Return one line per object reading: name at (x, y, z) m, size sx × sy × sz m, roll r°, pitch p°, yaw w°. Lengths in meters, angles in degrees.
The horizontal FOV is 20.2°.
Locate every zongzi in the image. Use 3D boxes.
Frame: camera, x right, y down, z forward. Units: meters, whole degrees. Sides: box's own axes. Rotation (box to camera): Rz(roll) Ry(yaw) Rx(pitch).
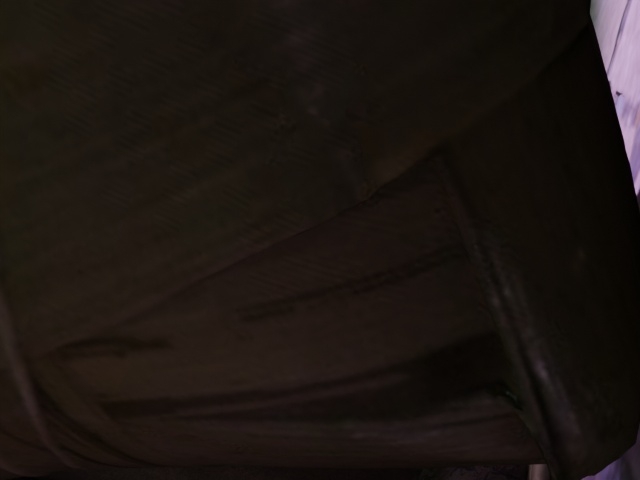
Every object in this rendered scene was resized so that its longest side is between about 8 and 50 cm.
zongzi at (-0.132, -0.130, 0.473) m, size 0.181 × 0.418 × 0.447 m, roll -51°, pitch -54°, yaw -73°

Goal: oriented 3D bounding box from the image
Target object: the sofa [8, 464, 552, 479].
sofa at (-0.046, 0.142, 0.560) m, size 0.182 × 0.200 × 0.258 m, roll 106°, pitch 179°, yaw -57°
